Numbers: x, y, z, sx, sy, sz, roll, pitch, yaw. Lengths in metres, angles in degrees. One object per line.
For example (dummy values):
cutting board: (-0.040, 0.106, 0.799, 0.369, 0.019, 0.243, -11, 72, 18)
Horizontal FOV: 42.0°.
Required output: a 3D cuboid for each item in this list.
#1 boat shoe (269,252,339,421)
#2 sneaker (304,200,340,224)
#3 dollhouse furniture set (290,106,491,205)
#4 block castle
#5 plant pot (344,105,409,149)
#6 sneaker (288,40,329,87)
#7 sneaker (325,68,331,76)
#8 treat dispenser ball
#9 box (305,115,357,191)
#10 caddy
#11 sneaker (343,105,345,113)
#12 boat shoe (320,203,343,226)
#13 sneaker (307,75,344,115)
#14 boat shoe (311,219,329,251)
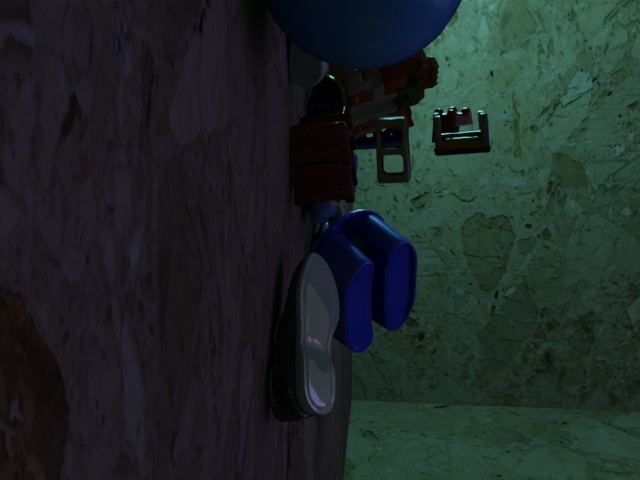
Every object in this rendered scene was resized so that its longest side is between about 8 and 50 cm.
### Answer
boat shoe: (-0.032, 0.157, 1.402, 0.109, 0.091, 0.305, 37, 42, -37)
sneaker: (-0.009, -0.091, 1.851, 0.082, 0.069, 0.209, -53, -165, 12)
dollhouse furniture set: (0.133, -0.168, 1.614, 0.201, 0.374, 0.152, -65, 151, -74)
block castle: (0.121, -0.437, 1.851, 0.453, 0.212, 0.303, 72, 0, -75)
plant pot: (0.150, -0.438, 2.600, 0.236, 0.235, 0.212, 85, 2, -49)
sneaker: (-0.006, -0.420, 1.497, 0.151, 0.094, 0.256, -71, 172, -57)
sneaker: (0.023, -0.359, 2.119, 0.059, 0.053, 0.144, -57, 150, -85)
treat dispenser ball: (0.058, -0.378, 1.129, 0.288, 0.288, 0.288, 1, 90, -85)
box: (0.019, -0.188, 1.817, 0.179, 0.043, 0.105, 40, 43, -43)
caddy: (0.086, 0.090, 1.947, 0.179, 0.241, 0.341, 37, -38, 38)
sneaker: (0.050, -0.349, 2.380, 0.170, 0.068, 0.071, -64, 160, -80)
boat shoe: (0.016, -0.089, 2.096, 0.066, 0.066, 0.183, -56, 137, -72)
sneaker: (0.000, -0.274, 1.881, 0.097, 0.084, 0.235, -120, -159, -45)
boat shoe: (0.000, 0.000, 2.025, 0.142, 0.040, 0.049, -84, 164, -48)
